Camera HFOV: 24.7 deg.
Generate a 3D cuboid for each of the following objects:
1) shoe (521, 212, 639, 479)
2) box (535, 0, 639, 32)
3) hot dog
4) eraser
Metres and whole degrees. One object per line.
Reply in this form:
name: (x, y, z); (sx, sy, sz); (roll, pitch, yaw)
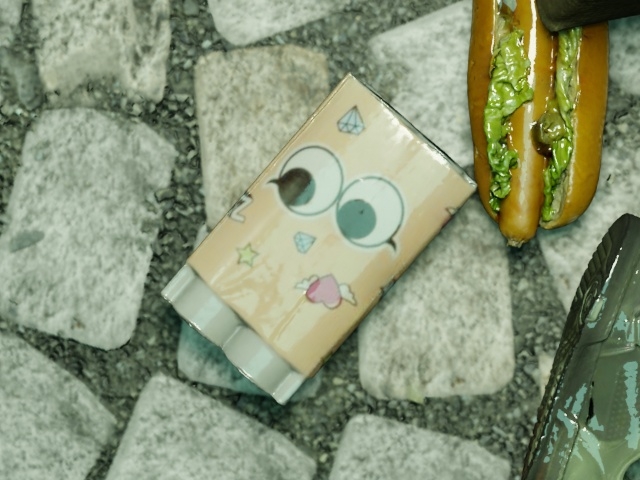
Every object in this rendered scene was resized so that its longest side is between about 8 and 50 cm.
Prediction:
shoe: (0.300, 0.131, 1.396); (0.149, 0.109, 0.293); (20, 98, 3)
box: (0.272, -0.340, 1.292); (0.184, 0.143, 0.273); (-12, 86, -9)
hot dog: (0.207, -0.160, 1.396); (0.135, 0.100, 0.337); (2, 92, 7)
eraser: (0.000, 0.000, 1.440); (0.171, 0.087, 0.290); (42, 97, 8)
